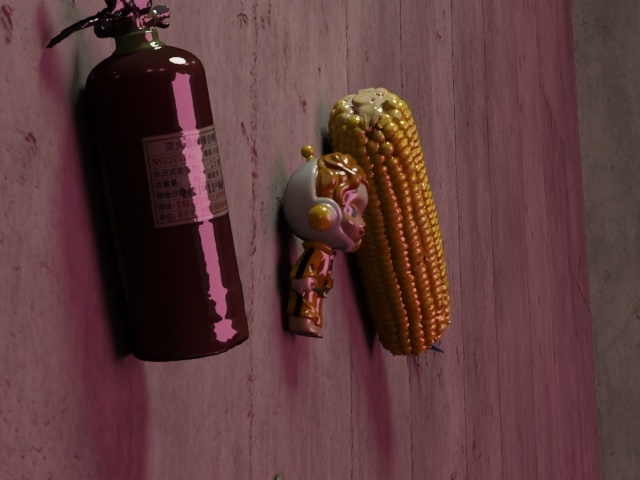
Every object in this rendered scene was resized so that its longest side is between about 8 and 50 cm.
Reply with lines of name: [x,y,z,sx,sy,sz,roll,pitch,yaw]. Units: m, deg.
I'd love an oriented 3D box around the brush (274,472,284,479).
brush: [-0.021,0.210,1.323,0.016,0.013,0.083,-47,128,-68]

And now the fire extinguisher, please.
fire extinguisher: [-0.102,-0.044,1.028,0.099,0.071,0.231,-22,106,-46]

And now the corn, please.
corn: [0.064,-0.016,1.597,0.081,0.081,0.248,-71,151,-58]

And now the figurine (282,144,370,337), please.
figurine: [0.001,0.002,1.400,0.101,0.068,0.143,-37,132,-68]

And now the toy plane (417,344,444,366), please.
toy plane: [0.099,0.088,1.798,0.078,0.024,0.084,-81,153,-42]
